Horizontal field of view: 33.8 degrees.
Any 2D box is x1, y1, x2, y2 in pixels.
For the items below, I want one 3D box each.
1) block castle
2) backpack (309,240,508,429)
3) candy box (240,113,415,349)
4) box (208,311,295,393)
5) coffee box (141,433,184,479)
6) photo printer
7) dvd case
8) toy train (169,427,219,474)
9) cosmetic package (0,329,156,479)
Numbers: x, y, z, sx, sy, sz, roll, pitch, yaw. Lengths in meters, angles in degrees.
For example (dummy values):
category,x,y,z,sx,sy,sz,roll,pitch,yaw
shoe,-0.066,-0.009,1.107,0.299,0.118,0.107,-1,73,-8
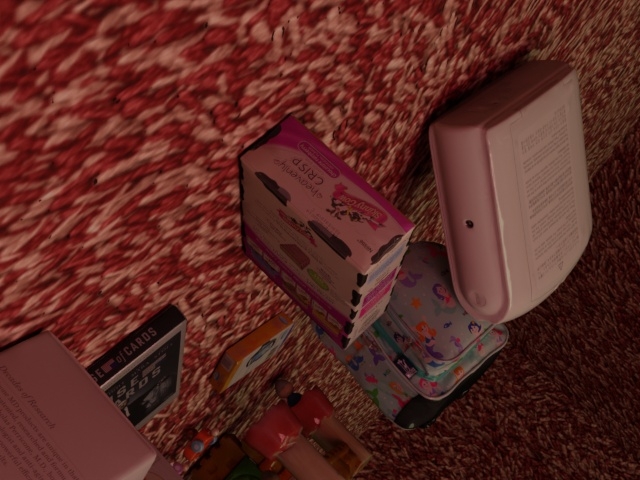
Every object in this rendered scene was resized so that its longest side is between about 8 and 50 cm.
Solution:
category,x,y,z,sx,sy,sz,roll,pitch,yaw
block castle,-0.147,0.437,1.702,0.453,0.213,0.303,-48,168,9
backpack,0.121,0.110,1.501,0.225,0.253,0.191,-31,156,-41
candy box,0.000,0.000,1.031,0.071,0.159,0.233,-43,166,-17
box,-0.091,0.152,1.471,0.136,0.028,0.081,-35,163,-44
coffee box,-0.283,0.388,1.354,0.246,0.141,0.098,-35,163,-32
photo printer,0.265,-0.057,1.411,0.256,0.107,0.307,-36,124,-39
dvd case,-0.225,0.178,1.156,0.179,0.029,0.238,-39,165,-25
toy train,-0.223,0.324,1.549,0.125,0.046,0.166,-52,168,19
cosmetic package,-0.265,0.200,0.851,0.184,0.151,0.151,-28,158,-49
